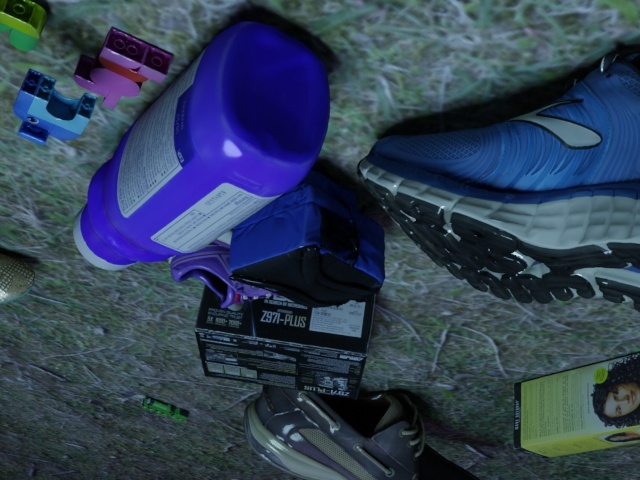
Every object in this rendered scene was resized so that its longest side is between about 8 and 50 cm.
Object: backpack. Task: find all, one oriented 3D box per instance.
[{"bbox_3d":[0.000,0.000,0.751,0.098,0.101,0.120,-14,149,40],"label":"backpack"}]

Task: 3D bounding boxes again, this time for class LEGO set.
[{"bbox_3d":[-0.232,-0.118,0.616,0.227,0.087,0.093,22,149,-21],"label":"LEGO set"}]

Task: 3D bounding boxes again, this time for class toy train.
[{"bbox_3d":[-0.244,0.266,1.415,0.083,0.017,0.024,29,137,-33],"label":"toy train"}]

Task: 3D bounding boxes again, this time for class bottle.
[{"bbox_3d":[-0.104,-0.049,0.672,0.092,0.118,0.283,24,148,-27],"label":"bottle"}]

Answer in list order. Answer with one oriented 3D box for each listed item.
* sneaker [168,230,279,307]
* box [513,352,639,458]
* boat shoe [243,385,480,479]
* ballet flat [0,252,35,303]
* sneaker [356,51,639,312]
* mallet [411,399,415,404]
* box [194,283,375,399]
[{"bbox_3d":[-0.067,0.039,0.877,0.170,0.071,0.068,15,152,-12],"label":"sneaker"},{"bbox_3d":[0.324,0.189,1.027,0.058,0.087,0.232,23,148,-28],"label":"box"},{"bbox_3d":[0.077,0.271,1.172,0.355,0.132,0.130,25,110,-15],"label":"boat shoe"},{"bbox_3d":[-0.413,0.029,0.971,0.206,0.073,0.067,0,137,10],"label":"ballet flat"},{"bbox_3d":[0.170,-0.040,0.600,0.330,0.147,0.130,12,155,42],"label":"sneaker"},{"bbox_3d":[0.046,0.259,1.264,0.190,0.062,0.039,-10,149,31],"label":"mallet"},{"bbox_3d":[-0.037,0.103,0.980,0.180,0.077,0.147,8,152,3],"label":"box"}]
